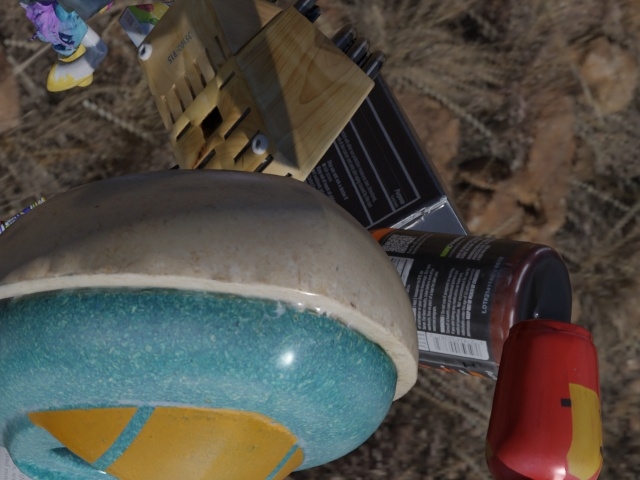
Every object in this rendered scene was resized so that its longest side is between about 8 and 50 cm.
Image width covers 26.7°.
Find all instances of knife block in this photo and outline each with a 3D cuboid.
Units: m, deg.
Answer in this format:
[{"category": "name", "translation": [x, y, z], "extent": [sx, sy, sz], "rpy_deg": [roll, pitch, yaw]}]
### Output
[{"category": "knife block", "translation": [-0.013, -0.104, 1.064], "extent": [0.242, 0.088, 0.276], "rpy_deg": [14, 41, -43]}]

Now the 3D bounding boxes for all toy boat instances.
[{"category": "toy boat", "translation": [-0.007, 0.080, 0.598], "extent": [0.318, 0.267, 0.148], "rpy_deg": [16, 68, -20]}]

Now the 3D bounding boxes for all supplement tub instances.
[{"category": "supplement tub", "translation": [0.084, 0.045, 1.027], "extent": [0.106, 0.198, 0.106], "rpy_deg": [-12, 105, -53]}]

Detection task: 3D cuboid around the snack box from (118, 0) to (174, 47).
[{"category": "snack box", "translation": [-0.225, -0.297, 2.030], "extent": [0.100, 0.037, 0.141], "rpy_deg": [-18, 65, -46]}]

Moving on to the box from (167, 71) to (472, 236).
[{"category": "box", "translation": [0.000, 0.000, 1.452], "extent": [0.294, 0.296, 0.183], "rpy_deg": [-30, 129, 7]}]

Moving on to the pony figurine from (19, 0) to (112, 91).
[{"category": "pony figurine", "translation": [-0.365, -0.357, 1.652], "extent": [0.351, 0.363, 0.303], "rpy_deg": [31, 50, -12]}]

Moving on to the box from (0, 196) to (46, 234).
[{"category": "box", "translation": [-0.207, 0.054, 1.100], "extent": [0.059, 0.054, 0.169], "rpy_deg": [-38, 96, -31]}]

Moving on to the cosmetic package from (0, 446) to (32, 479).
[{"category": "cosmetic package", "translation": [-0.292, 0.373, 1.806], "extent": [0.156, 0.385, 0.217], "rpy_deg": [1, 82, 13]}]

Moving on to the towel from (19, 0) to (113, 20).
[{"category": "towel", "translation": [-0.211, -0.343, 0.946], "extent": [0.374, 0.090, 0.320], "rpy_deg": [50, 35, -5]}]

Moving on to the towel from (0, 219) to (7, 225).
[{"category": "towel", "translation": [-0.342, 0.071, 1.734], "extent": [0.031, 0.275, 0.199], "rpy_deg": [-14, 103, -56]}]
